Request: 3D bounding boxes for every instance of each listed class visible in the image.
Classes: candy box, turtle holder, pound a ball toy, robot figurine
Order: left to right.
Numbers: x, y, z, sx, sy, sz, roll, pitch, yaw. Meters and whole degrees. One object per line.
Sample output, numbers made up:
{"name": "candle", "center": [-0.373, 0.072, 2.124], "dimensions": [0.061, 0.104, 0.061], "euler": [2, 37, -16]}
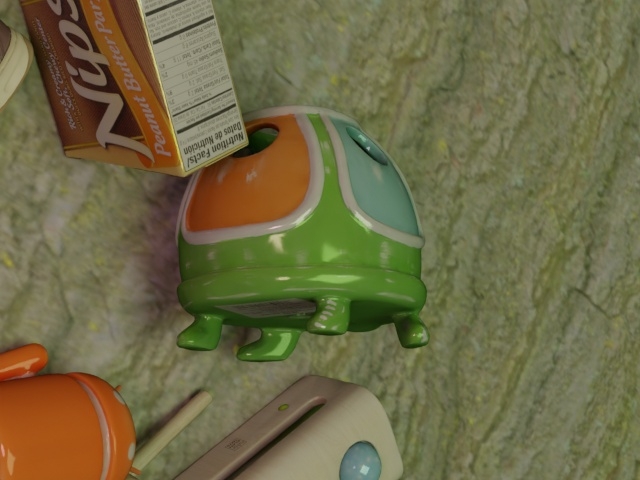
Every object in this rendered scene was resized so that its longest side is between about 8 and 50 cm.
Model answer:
{"name": "robot figurine", "center": [-0.260, 0.183, 1.491], "dimensions": [0.219, 0.158, 0.128], "euler": [-4, 122, -42]}
{"name": "candy box", "center": [-0.184, -0.222, 1.448], "dimensions": [0.087, 0.183, 0.316], "euler": [-30, 117, -35]}
{"name": "pound a ball toy", "center": [-0.070, 0.248, 1.676], "dimensions": [0.319, 0.135, 0.208], "euler": [-36, 121, -34]}
{"name": "turtle holder", "center": [0.006, -0.004, 1.633], "dimensions": [0.320, 0.243, 0.227], "euler": [5, 77, -35]}

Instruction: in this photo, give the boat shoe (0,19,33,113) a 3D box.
{"name": "boat shoe", "center": [-0.348, -0.084, 1.382], "dimensions": [0.092, 0.103, 0.285], "euler": [46, 63, -33]}
